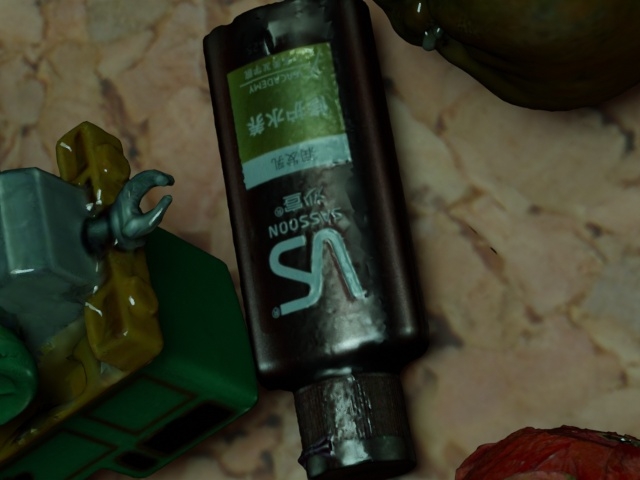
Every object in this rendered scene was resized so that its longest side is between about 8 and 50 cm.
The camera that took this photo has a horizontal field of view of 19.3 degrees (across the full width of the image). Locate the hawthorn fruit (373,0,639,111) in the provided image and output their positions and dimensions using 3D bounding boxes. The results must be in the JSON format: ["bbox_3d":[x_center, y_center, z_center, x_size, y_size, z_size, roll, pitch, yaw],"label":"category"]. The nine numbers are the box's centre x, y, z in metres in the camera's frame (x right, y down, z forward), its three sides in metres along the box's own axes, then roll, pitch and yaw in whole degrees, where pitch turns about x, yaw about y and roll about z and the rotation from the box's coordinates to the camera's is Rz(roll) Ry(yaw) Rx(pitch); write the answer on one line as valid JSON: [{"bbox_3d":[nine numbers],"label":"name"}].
[{"bbox_3d":[0.160,-0.239,1.187,0.301,0.268,0.268,-46,67,-1],"label":"hawthorn fruit"}]

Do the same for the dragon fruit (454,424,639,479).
[{"bbox_3d":[0.150,0.228,1.079,0.241,0.241,0.252,5,63,20],"label":"dragon fruit"}]

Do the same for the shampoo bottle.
[{"bbox_3d":[0.000,0.000,1.264,0.129,0.084,0.323,-14,72,18],"label":"shampoo bottle"}]

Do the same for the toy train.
[{"bbox_3d":[-0.220,0.090,1.224,0.429,0.249,0.178,-35,51,26],"label":"toy train"}]
